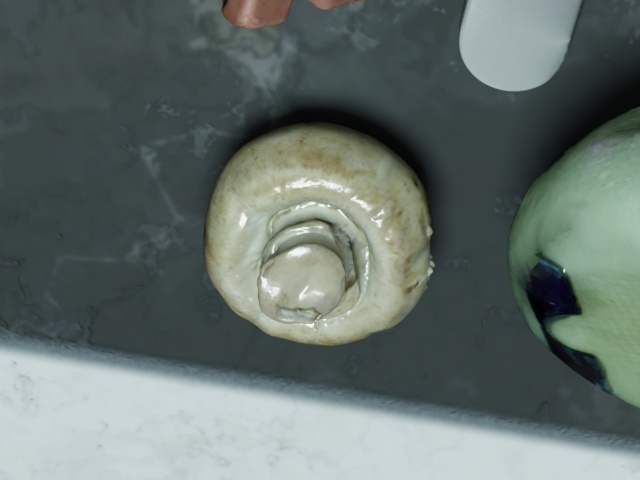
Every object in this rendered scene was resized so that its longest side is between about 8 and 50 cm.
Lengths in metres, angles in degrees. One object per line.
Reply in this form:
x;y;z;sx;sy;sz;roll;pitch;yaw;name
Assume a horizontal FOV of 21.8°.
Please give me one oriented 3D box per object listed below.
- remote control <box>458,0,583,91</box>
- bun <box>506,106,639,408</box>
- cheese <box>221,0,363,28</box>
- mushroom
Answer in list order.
0.147;-0.208;1.074;0.077;0.022;0.245;12;120;-2;remote control
0.272;0.000;1.081;0.293;0.187;0.293;18;160;7;bun
-0.036;-0.231;1.017;0.177;0.203;0.128;34;126;24;cheese
0.000;0.000;1.155;0.166;0.127;0.166;0;124;0;mushroom
